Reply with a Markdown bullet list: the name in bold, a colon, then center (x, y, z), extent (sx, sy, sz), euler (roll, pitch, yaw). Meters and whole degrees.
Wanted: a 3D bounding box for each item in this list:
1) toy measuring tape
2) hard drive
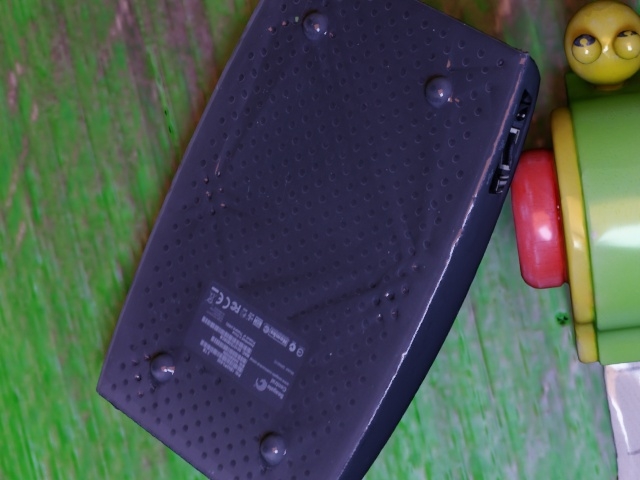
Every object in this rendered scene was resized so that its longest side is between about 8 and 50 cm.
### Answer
- **toy measuring tape**: center (0.155, 0.047, 0.913), extent (0.121, 0.121, 0.330), euler (-7, 93, 8)
- **hard drive**: center (0.000, 0.000, 0.924), extent (0.172, 0.054, 0.254), euler (32, 102, 35)
